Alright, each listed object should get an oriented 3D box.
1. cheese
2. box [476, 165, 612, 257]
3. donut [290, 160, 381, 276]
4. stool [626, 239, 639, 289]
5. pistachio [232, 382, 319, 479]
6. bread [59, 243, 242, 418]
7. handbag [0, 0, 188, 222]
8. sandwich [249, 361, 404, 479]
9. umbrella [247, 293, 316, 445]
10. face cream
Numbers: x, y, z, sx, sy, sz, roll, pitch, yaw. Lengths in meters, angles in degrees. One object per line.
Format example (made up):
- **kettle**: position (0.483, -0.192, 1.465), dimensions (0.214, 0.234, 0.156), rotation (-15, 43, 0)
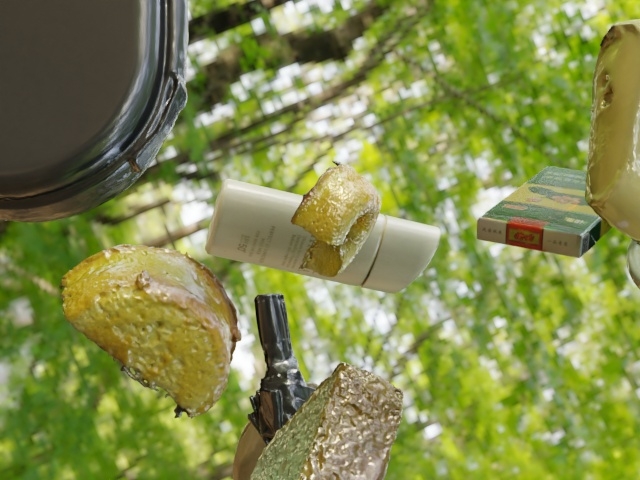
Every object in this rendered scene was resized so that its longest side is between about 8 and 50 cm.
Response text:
- **cheese**: position (0.441, -0.095, 1.529), dimensions (0.128, 0.315, 0.260), rotation (-15, -121, 66)
- **box**: position (0.298, -0.039, 1.717), dimensions (0.132, 0.235, 0.034), rotation (11, -67, 26)
- **donut**: position (0.029, -0.029, 1.942), dimensions (0.078, 0.146, 0.181), rotation (31, -23, 21)
- **stool**: position (0.482, -0.043, 1.794), dimensions (0.195, 0.195, 0.199), rotation (-89, 164, -50)
- **pistachio**: position (-0.053, 0.309, 2.116), dimensions (0.136, 0.226, 0.136), rotation (32, 23, -15)
- **bread**: position (-0.205, 0.100, 1.844), dimensions (0.260, 0.147, 0.160), rotation (42, 16, -18)
- **handbag**: position (-0.234, -0.162, 1.205), dimensions (0.093, 0.253, 0.308), rotation (59, 28, -67)
- **sandwich**: position (-0.018, 0.216, 1.038), dimensions (0.065, 0.215, 0.186), rotation (28, -40, -9)
- **umbrella**: position (-0.040, 0.233, 1.716), dimensions (0.118, 0.118, 0.340), rotation (139, -58, -78)
- **face cream**: position (0.000, 0.000, 2.195), dimensions (0.173, 0.348, 0.081), rotation (113, -13, -52)
